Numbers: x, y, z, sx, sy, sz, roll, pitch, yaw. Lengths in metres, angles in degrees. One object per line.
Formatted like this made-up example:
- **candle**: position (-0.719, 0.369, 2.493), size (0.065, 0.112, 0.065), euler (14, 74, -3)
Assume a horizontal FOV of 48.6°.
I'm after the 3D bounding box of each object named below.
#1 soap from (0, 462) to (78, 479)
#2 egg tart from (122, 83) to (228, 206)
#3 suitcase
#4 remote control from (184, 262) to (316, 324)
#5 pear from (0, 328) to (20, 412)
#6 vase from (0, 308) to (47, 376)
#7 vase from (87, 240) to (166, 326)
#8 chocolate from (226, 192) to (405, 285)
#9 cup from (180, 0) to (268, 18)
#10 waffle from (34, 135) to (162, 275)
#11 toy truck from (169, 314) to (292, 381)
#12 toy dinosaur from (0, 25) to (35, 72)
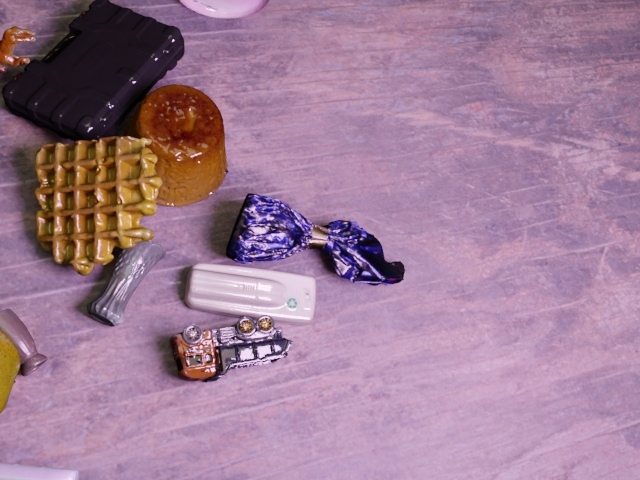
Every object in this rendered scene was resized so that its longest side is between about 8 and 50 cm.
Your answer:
- **soap**: position (-0.506, 0.346, 0.925), size (0.347, 0.208, 0.115), euler (10, 65, -14)
- **egg tart**: position (-0.249, -0.175, 1.253), size (0.203, 0.147, 0.202), euler (7, 67, -18)
- **suitcase**: position (-0.399, -0.303, 1.269), size (0.206, 0.066, 0.285), euler (25, 62, 14)
- **remote control**: position (-0.119, 0.091, 1.243), size (0.230, 0.049, 0.090), euler (9, 69, -16)
- **pear**: position (-0.530, 0.187, 0.993), size (0.198, 0.198, 0.198), euler (6, 67, -16)
- **vase**: position (-0.472, 0.159, 1.099), size (0.053, 0.053, 0.100), euler (-39, 89, -27)
- **vase**: position (-0.326, 0.067, 1.173), size (0.081, 0.081, 0.148), euler (28, 67, -6)
- **chocolate**: position (0.003, 0.003, 1.286), size (0.343, 0.126, 0.148), euler (13, 21, -17)
- **cup**: position (-0.192, -0.606, 1.407), size (0.253, 0.253, 0.273), euler (4, 76, -17)
- **waffle**: position (-0.359, -0.053, 1.145), size (0.229, 0.057, 0.219), euler (-3, 82, 19)
- **toy truck**: position (-0.148, 0.180, 1.179), size (0.192, 0.083, 0.092), euler (-5, 76, -21)
- **toy dinosaur**: position (-0.591, -0.326, 1.203), size (0.212, 0.142, 0.057), euler (7, 66, -13)
